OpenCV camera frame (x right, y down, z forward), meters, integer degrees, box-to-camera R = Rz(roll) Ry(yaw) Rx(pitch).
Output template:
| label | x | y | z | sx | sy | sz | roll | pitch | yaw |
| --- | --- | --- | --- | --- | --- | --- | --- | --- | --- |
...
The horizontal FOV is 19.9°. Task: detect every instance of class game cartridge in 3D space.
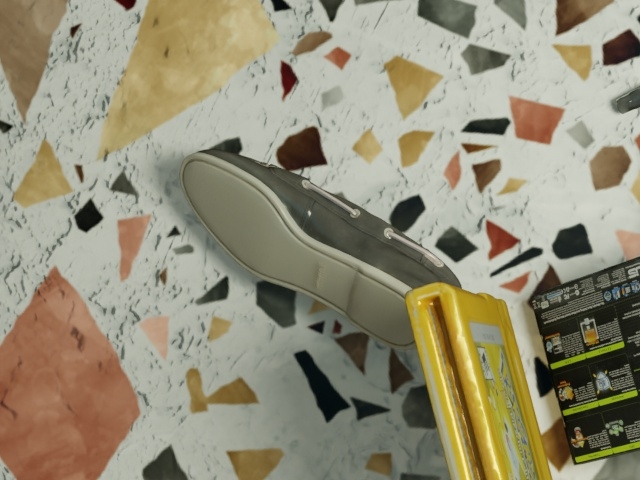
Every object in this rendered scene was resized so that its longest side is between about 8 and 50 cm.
| label | x | y | z | sx | sy | sz | roll | pitch | yaw |
| --- | --- | --- | --- | --- | --- | --- | --- | --- | --- |
| game cartridge | 0.171 | 0.187 | 1.754 | 0.052 | 0.323 | 0.285 | -16 | 82 | 15 |

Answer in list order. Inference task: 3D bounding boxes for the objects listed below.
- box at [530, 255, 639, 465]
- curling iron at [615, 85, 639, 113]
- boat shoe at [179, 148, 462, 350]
| label | x | y | z | sx | sy | sz | roll | pitch | yaw |
| --- | --- | --- | --- | --- | --- | --- | --- | --- | --- |
| box | 0.306 | 0.118 | 1.817 | 0.190 | 0.045 | 0.184 | -26 | 77 | 50 |
| curling iron | 0.434 | -0.181 | 1.867 | 0.274 | 0.035 | 0.068 | -17 | 81 | 12 |
| boat shoe | 0.000 | 0.000 | 1.946 | 0.335 | 0.095 | 0.112 | 34 | 130 | 18 |
